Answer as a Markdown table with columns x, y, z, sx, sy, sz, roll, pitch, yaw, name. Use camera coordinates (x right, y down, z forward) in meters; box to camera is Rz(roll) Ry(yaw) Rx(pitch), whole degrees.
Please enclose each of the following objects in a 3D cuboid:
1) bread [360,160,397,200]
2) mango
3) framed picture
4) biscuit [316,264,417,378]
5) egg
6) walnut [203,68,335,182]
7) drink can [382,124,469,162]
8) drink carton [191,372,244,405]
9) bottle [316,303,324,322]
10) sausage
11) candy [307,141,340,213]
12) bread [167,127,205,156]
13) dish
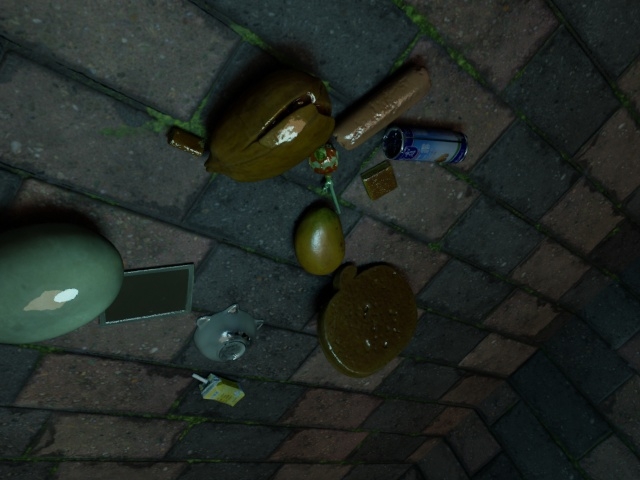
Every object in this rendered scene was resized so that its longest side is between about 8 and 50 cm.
| x | y | z | sx | sy | sz | roll | pitch | yaw | name |
| --- | --- | --- | --- | --- | --- | --- | --- | --- | --- |
| 0.170 | -0.172 | 1.541 | 0.090 | 0.035 | 0.094 | -31 | 137 | -1 | bread |
| -0.005 | 0.004 | 1.541 | 0.152 | 0.120 | 0.221 | -24 | 129 | -14 | mango |
| -0.480 | 0.150 | 1.475 | 0.253 | 0.014 | 0.197 | -6 | 130 | -26 | framed picture |
| 0.146 | 0.241 | 1.735 | 0.395 | 0.350 | 0.070 | -27 | 180 | -33 | biscuit |
| -0.618 | 0.093 | 1.174 | 0.353 | 0.258 | 0.258 | -12 | 133 | -17 | egg |
| -0.124 | -0.244 | 1.202 | 0.337 | 0.208 | 0.209 | -29 | 138 | 15 | walnut |
| 0.294 | -0.266 | 1.485 | 0.235 | 0.097 | 0.097 | -2 | 129 | -29 | drink can |
| -0.355 | 0.505 | 1.821 | 0.084 | 0.074 | 0.200 | -44 | 137 | 11 | drink carton |
| 0.094 | 0.273 | 1.815 | 0.237 | 0.147 | 0.147 | 14 | 120 | -35 | bottle |
| 0.158 | -0.335 | 1.352 | 0.289 | 0.086 | 0.086 | -38 | 136 | 4 | sausage |
| 0.024 | -0.162 | 1.459 | 0.078 | 0.084 | 0.287 | -25 | 146 | -3 | candy |
| -0.307 | -0.224 | 1.220 | 0.083 | 0.046 | 0.036 | 21 | 146 | -38 | bread |
| -0.284 | 0.311 | 1.678 | 0.237 | 0.086 | 0.227 | 13 | 121 | -37 | dish |
